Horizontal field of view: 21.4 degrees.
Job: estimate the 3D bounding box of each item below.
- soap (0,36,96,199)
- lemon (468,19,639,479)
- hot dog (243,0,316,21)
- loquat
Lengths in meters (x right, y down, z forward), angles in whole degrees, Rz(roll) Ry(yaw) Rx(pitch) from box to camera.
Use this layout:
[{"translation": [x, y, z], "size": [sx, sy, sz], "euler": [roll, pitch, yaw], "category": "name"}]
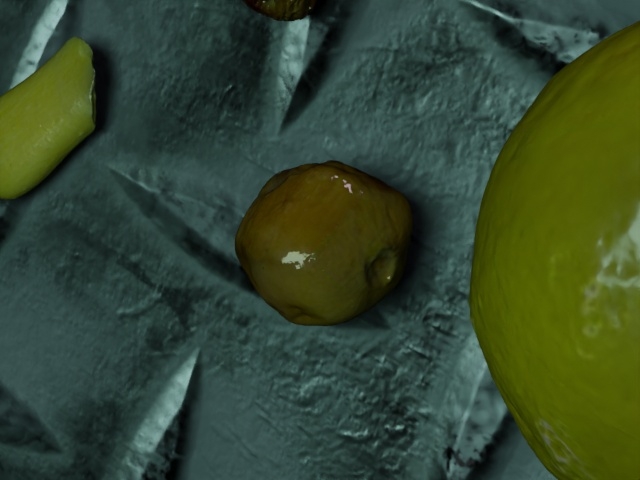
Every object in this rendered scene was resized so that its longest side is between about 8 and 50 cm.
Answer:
[{"translation": [-0.238, -0.102, 1.447], "size": [0.168, 0.033, 0.089], "euler": [-33, 75, 28], "category": "soap"}, {"translation": [0.245, 0.021, 0.966], "size": [0.348, 0.348, 0.347], "euler": [0, 90, 33], "category": "lemon"}, {"translation": [-0.022, -0.241, 1.292], "size": [0.099, 0.065, 0.147], "euler": [34, 110, 35], "category": "hot dog"}, {"translation": [0.000, 0.000, 1.255], "size": [0.137, 0.113, 0.137], "euler": [-25, 46, 29], "category": "loquat"}]
